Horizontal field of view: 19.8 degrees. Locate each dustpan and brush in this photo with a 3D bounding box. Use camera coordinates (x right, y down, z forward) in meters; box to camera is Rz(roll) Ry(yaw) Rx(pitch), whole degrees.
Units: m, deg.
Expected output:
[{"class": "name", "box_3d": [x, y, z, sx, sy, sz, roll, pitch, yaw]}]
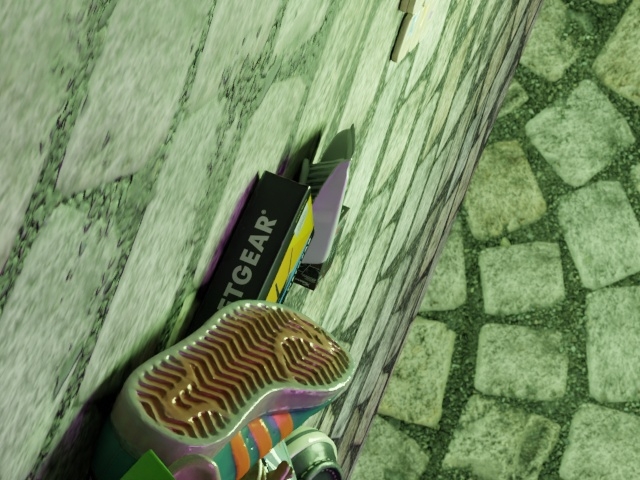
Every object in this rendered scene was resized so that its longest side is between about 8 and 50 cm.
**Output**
[{"class": "dustpan and brush", "box_3d": [-0.020, -0.003, 1.715, 0.147, 0.060, 0.211, -88, -169, -76]}]

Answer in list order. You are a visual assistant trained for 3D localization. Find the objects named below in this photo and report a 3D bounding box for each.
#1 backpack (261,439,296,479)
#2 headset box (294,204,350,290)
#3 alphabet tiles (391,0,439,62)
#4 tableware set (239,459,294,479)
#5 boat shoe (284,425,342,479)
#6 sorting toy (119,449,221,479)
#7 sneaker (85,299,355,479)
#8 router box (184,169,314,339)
[{"class": "backpack", "box_3d": [-0.076, 0.226, 1.616, 0.182, 0.115, 0.152, -69, 154, -87]}, {"class": "headset box", "box_3d": [0.000, 0.000, 1.895, 0.062, 0.032, 0.083, -54, 165, -60]}, {"class": "alphabet tiles", "box_3d": [0.144, -0.334, 2.009, 0.284, 0.021, 0.278, -48, 158, -67]}, {"class": "tableware set", "box_3d": [-0.104, 0.245, 1.464, 0.039, 0.128, 0.194, 42, 75, -40]}, {"class": "boat shoe", "box_3d": [-0.031, 0.438, 1.892, 0.186, 0.156, 0.500, -2, 103, -57]}, {"class": "sorting toy", "box_3d": [-0.139, 0.239, 1.264, 0.196, 0.047, 0.348, -38, 163, -13]}, {"class": "sneaker", "box_3d": [-0.084, 0.133, 1.405, 0.121, 0.108, 0.302, -54, 163, 26]}, {"class": "router box", "box_3d": [-0.061, 0.044, 1.560, 0.133, 0.046, 0.179, 82, 30, -73]}]
